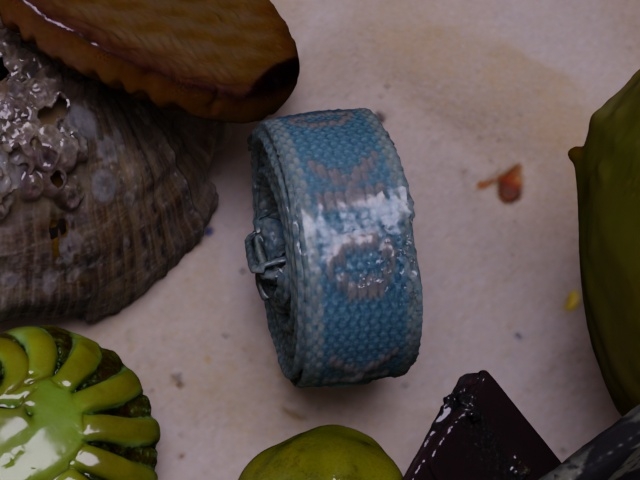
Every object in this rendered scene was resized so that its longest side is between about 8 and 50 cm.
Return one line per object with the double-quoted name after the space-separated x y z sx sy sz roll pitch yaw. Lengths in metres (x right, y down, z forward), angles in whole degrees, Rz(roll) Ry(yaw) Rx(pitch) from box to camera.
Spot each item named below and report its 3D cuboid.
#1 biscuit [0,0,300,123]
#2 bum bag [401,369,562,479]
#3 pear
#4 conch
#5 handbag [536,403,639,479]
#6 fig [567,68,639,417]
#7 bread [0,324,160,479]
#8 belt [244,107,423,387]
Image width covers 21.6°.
-0.098 -0.123 0.930 0.228 0.031 0.176 10 32 -42 "biscuit"
0.070 0.156 0.838 0.026 0.109 0.159 2 53 47 "bum bag"
0.002 0.141 0.846 0.092 0.092 0.097 -2 61 -5 "pear"
-0.161 -0.042 0.927 0.245 0.163 0.178 -3 94 -24 "conch"
0.151 0.297 0.632 0.317 0.180 0.416 -31 106 -7 "handbag"
0.288 0.018 0.807 0.343 0.343 0.343 1 62 -3 "fig"
-0.150 0.109 0.864 0.139 0.071 0.130 -33 73 -19 "bread"
0.001 0.003 0.886 0.082 0.163 0.147 -5 89 -8 "belt"
